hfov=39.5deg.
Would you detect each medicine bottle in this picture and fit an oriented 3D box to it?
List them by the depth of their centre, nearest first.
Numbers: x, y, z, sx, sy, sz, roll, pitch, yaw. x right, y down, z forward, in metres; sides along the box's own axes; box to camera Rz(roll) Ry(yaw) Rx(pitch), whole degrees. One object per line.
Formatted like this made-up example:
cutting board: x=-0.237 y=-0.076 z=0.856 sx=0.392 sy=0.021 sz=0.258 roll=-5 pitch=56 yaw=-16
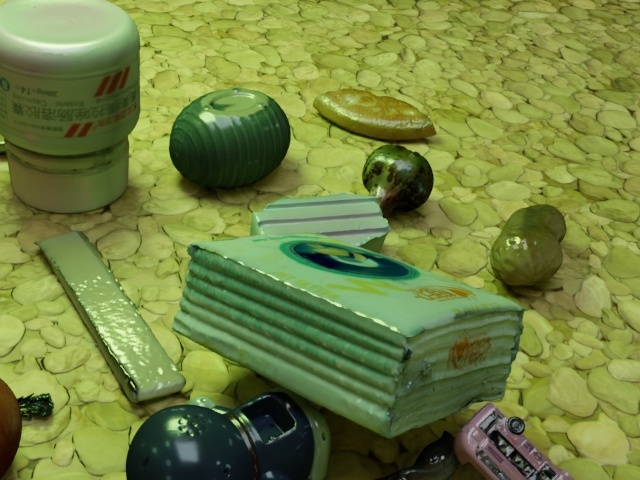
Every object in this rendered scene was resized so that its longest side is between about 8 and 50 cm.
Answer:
medicine bottle: x=-0.440 y=-0.234 z=1.537 sx=0.256 sy=0.324 sz=0.256 roll=6 pitch=36 yaw=-5

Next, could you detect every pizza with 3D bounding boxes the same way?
pizza: x=0.116 y=-0.272 z=1.922 sx=0.271 sy=0.056 sz=0.134 roll=7 pitch=39 yaw=1

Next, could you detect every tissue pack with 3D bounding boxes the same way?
tissue pack: x=0.033 y=0.106 z=1.206 sx=0.388 sy=0.162 sz=0.287 roll=20 pitch=16 yaw=38

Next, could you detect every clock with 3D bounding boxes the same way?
clock: x=-0.120 y=0.264 z=1.094 sx=0.243 sy=0.146 sz=0.199 roll=-11 pitch=42 yaw=-35

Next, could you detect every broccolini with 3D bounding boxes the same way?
broccolini: x=-0.425 y=0.227 z=1.180 sx=0.140 sy=0.030 sz=0.035 roll=-7 pitch=75 yaw=-13

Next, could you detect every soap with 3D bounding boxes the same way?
soap: x=0.000 y=0.000 z=1.510 sx=0.231 sy=0.091 sz=0.145 roll=-4 pitch=41 yaw=-17

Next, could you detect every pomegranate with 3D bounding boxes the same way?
pomegranate: x=0.136 y=-0.106 z=1.648 sx=0.138 sy=0.125 sz=0.163 roll=32 pitch=42 yaw=9

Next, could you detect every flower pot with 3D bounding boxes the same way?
flower pot: x=-0.169 y=-0.195 z=1.680 sx=0.243 sy=0.157 sz=0.189 roll=-23 pitch=45 yaw=-37

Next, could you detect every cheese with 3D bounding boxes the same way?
cheese: x=-0.327 y=0.103 z=1.355 sx=0.085 sy=0.034 sz=0.400 roll=-13 pitch=42 yaw=-33

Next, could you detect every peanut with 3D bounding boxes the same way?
peanut: x=0.374 y=0.006 z=1.566 sx=0.120 sy=0.110 sz=0.236 roll=3 pitch=24 yaw=30

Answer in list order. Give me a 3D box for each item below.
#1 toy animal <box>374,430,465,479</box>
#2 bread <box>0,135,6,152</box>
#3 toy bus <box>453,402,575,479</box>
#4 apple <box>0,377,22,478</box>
toy animal: x=0.160 y=0.297 z=1.181 sx=0.203 sy=0.070 sz=0.105 roll=-16 pitch=30 yaw=-25
bread: x=-0.627 y=-0.244 z=1.748 sx=0.267 sy=0.040 sz=0.267 roll=6 pitch=36 yaw=-4
toy bus: x=0.259 y=0.303 z=1.125 sx=0.090 sy=0.063 sz=0.203 roll=-40 pitch=75 yaw=-21
apple: x=-0.459 y=0.222 z=1.059 sx=0.201 sy=0.162 sz=0.201 roll=5 pitch=38 yaw=-4
